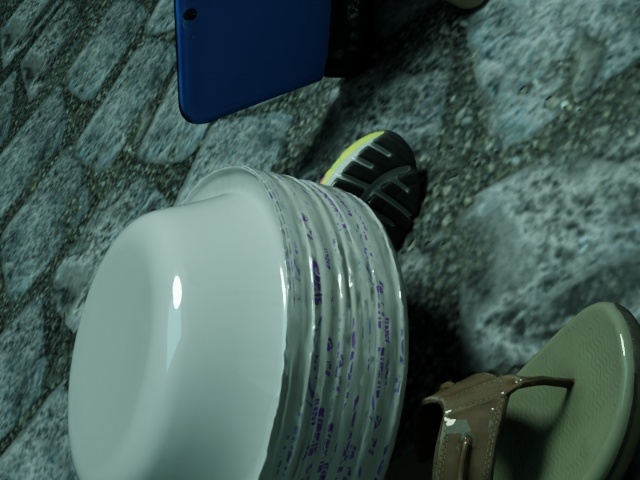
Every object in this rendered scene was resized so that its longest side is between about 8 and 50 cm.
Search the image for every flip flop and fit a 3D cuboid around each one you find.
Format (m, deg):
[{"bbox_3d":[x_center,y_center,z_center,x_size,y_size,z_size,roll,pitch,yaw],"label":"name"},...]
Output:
[{"bbox_3d":[0.082,0.134,0.713,0.277,0.080,0.112,-39,36,28],"label":"flip flop"}]

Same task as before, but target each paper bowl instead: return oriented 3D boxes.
[{"bbox_3d":[-0.074,0.089,0.797,0.284,0.148,0.284,-32,52,53],"label":"paper bowl"}]

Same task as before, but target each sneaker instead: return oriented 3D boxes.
[{"bbox_3d":[0.000,0.000,0.944,0.208,0.081,0.094,-59,29,-2],"label":"sneaker"}]

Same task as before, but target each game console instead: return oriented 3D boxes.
[{"bbox_3d":[-0.042,-0.287,1.032,0.250,0.173,0.293,-96,8,-47],"label":"game console"}]

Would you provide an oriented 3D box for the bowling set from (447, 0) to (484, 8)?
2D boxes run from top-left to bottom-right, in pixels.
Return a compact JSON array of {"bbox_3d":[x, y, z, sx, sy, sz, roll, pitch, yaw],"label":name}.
[{"bbox_3d":[0.134,-0.360,1.005,0.287,0.154,0.200,-49,33,13],"label":"bowling set"}]
